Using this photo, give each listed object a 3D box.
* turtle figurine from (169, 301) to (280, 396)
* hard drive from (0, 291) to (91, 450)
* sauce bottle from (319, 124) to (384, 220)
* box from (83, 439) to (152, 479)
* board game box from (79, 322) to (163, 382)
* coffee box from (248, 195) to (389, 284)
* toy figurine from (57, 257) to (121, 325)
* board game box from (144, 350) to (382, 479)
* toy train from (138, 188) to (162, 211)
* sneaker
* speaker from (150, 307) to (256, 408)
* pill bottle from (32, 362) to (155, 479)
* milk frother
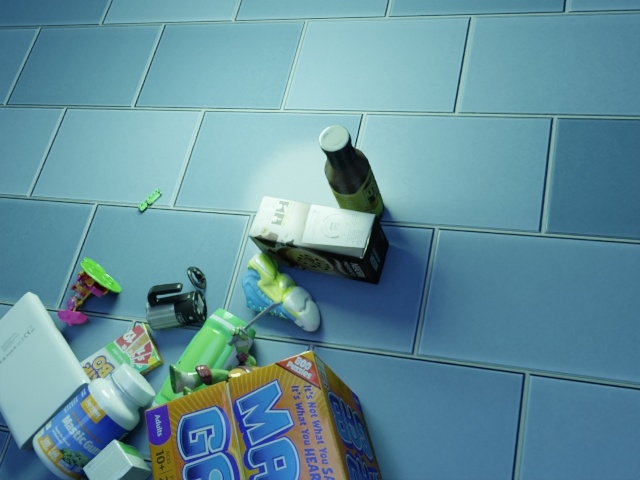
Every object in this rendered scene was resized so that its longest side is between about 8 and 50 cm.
[{"bbox_3d":[-0.181,0.269,1.614,0.266,0.275,0.198,-11,66,-29],"label":"turtle figurine"},{"bbox_3d":[-0.756,0.332,1.913,0.233,0.047,0.353,-46,57,1],"label":"hard drive"},{"bbox_3d":[0.072,-0.146,1.739,0.111,0.344,0.111,-6,64,13],"label":"sauce bottle"},{"bbox_3d":[-0.469,0.534,1.708,0.102,0.101,0.087,-42,60,-6],"label":"box"},{"bbox_3d":[-0.534,0.330,1.874,0.259,0.039,0.124,-34,58,2],"label":"board game box"},{"bbox_3d":[0.000,0.000,1.791,0.297,0.168,0.119,10,68,23],"label":"coffee box"},{"bbox_3d":[-0.639,0.147,1.965,0.159,0.130,0.173,-51,39,0],"label":"toy figurine"},{"bbox_3d":[-0.085,0.486,1.461,0.356,0.356,0.356,-21,60,8],"label":"board game box"},{"bbox_3d":[-0.482,-0.114,2.090,0.083,0.017,0.024,-44,70,-7],"label":"toy train"},{"bbox_3d":[-0.105,0.150,1.812,0.240,0.091,0.126,51,120,17],"label":"sneaker"},{"bbox_3d":[-0.278,0.313,1.746,0.131,0.131,0.296,26,74,27],"label":"speaker"},{"bbox_3d":[-0.531,0.426,1.753,0.272,0.152,0.152,-44,60,-6],"label":"pill bottle"},{"bbox_3d":[-0.365,0.146,1.886,0.134,0.129,0.143,-10,19,12],"label":"milk frother"}]
